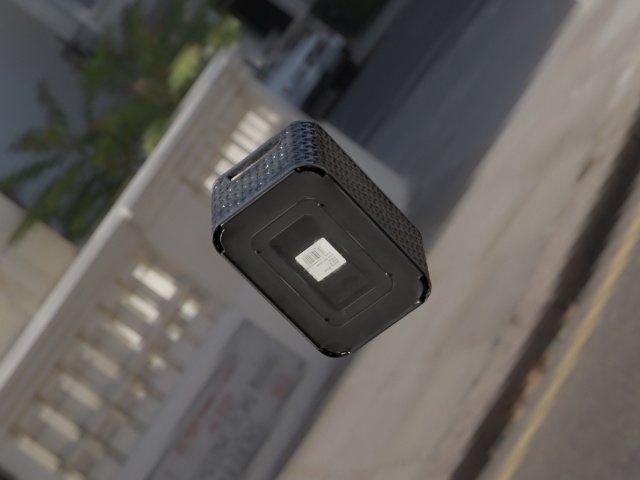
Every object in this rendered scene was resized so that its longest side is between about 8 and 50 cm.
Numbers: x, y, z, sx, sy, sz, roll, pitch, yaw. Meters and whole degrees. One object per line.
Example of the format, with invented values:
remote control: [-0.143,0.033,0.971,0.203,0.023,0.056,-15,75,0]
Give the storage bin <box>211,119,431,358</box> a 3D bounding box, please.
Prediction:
storage bin: [0.000,0.000,1.714,0.122,0.180,0.084,-36,27,17]
